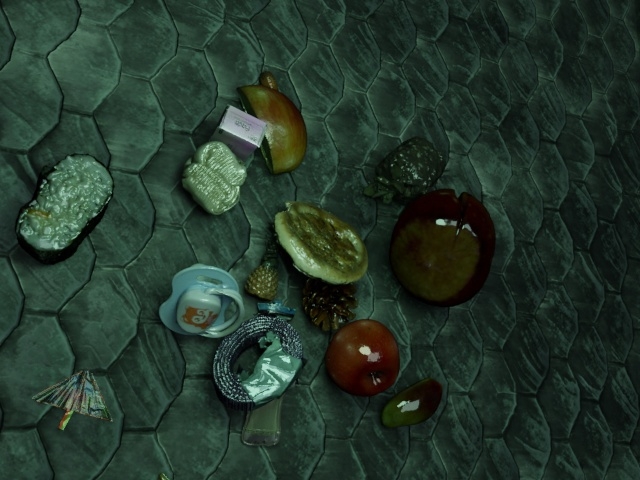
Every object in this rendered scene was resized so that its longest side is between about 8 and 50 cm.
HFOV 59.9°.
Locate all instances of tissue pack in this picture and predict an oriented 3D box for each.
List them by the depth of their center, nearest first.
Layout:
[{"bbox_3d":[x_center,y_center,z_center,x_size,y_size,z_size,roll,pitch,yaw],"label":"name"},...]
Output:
[{"bbox_3d":[-0.287,-0.352,1.886,0.148,0.246,0.092,23,75,-16],"label":"tissue pack"}]

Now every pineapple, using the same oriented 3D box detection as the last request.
[{"bbox_3d":[-0.168,0.071,1.916,0.130,0.119,0.277,32,69,-44],"label":"pineapple"}]

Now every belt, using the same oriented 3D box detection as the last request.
[{"bbox_3d":[-0.201,0.390,1.780,0.260,0.122,0.325,33,56,17],"label":"belt"}]

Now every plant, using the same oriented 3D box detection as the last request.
[{"bbox_3d":[0.316,-0.239,2.125,0.213,0.215,0.312,45,61,-3],"label":"plant"}]

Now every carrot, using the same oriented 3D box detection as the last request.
[{"bbox_3d":[-0.180,-0.545,2.083,0.060,0.060,0.186,-19,90,-25],"label":"carrot"}]

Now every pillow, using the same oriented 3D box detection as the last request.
[{"bbox_3d":[-0.184,0.558,1.820,0.130,0.038,0.233,8,86,-10],"label":"pillow"}]

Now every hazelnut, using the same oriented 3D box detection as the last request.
[{"bbox_3d":[0.435,0.028,2.038,0.402,0.402,0.429,-10,105,-24],"label":"hazelnut"}]

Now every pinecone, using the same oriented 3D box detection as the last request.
[{"bbox_3d":[0.035,0.201,1.926,0.202,0.201,0.229,-7,100,-14],"label":"pinecone"}]

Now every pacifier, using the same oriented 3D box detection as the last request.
[{"bbox_3d":[-0.376,0.167,1.775,0.244,0.299,0.233,15,35,-27],"label":"pacifier"}]

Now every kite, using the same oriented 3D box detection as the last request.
[{"bbox_3d":[-0.722,0.476,1.654,0.241,0.014,0.183,27,70,-16],"label":"kite"}]

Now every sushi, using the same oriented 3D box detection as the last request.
[{"bbox_3d":[-0.772,-0.097,1.679,0.211,0.171,0.350,29,69,-16],"label":"sushi"}]

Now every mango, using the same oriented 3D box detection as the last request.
[{"bbox_3d":[0.339,0.595,2.005,0.267,0.111,0.133,-25,99,-20],"label":"mango"}]

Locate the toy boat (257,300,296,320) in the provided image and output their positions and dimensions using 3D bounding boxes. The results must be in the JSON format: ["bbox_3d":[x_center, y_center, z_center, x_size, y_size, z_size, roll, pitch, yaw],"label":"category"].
[{"bbox_3d":[-0.152,0.238,1.917,0.137,0.060,0.061,9,50,-19],"label":"toy boat"}]

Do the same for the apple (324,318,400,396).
[{"bbox_3d":[0.145,0.403,1.889,0.260,0.216,0.260,-12,126,-17],"label":"apple"}]

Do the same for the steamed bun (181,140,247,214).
[{"bbox_3d":[-0.355,-0.210,1.885,0.218,0.144,0.211,44,82,-8],"label":"steamed bun"}]

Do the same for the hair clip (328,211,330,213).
[{"bbox_3d":[-0.006,-0.070,2.055,0.115,0.039,0.030,-43,93,-22],"label":"hair clip"}]

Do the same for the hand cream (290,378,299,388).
[{"bbox_3d":[-0.165,0.492,1.861,0.194,0.042,0.067,-10,91,-19],"label":"hand cream"}]

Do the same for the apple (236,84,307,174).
[{"bbox_3d":[-0.166,-0.410,1.988,0.346,0.179,0.254,68,24,-8],"label":"apple"}]

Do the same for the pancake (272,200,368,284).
[{"bbox_3d":[-0.001,0.001,1.890,0.382,0.071,0.382,27,34,-20],"label":"pancake"}]

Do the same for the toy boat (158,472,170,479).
[{"bbox_3d":[-0.423,0.765,1.684,0.172,0.065,0.066,36,45,-12],"label":"toy boat"}]
